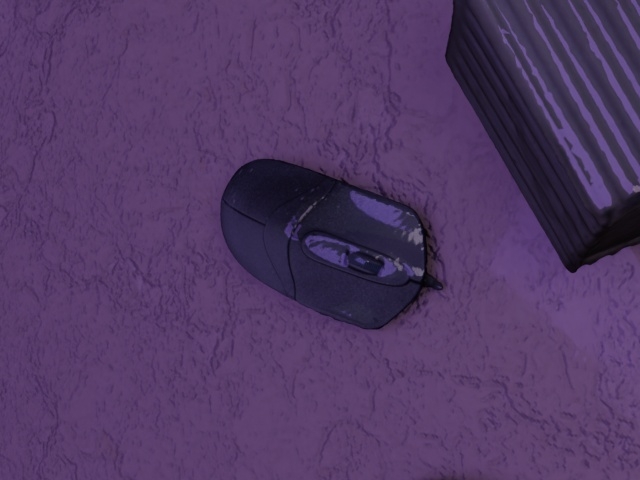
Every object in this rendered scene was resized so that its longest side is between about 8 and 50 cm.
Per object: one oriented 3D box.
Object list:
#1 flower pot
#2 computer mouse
[{"bbox_3d":[0.215,-0.114,0.687,0.209,0.239,0.189,-26,77,-5],"label":"flower pot"},{"bbox_3d":[-0.004,0.000,0.895,0.229,0.068,0.113,23,103,28],"label":"computer mouse"}]
